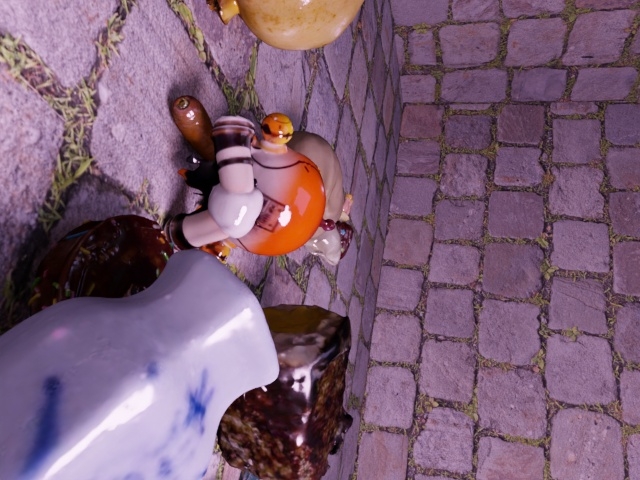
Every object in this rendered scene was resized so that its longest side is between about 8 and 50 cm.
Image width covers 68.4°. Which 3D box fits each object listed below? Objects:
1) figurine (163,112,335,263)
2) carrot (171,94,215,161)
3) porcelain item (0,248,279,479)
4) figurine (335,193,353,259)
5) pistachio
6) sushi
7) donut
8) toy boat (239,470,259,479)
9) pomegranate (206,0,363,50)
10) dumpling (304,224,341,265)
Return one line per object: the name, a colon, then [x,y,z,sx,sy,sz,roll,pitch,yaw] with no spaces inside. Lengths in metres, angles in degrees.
figurine: [-0.109,-0.074,0.887,0.323,0.196,0.320,-2,126,-61]
carrot: [-0.207,-0.175,0.873,0.248,0.059,0.059,68,30,-62]
porcelain item: [-0.237,0.190,0.450,0.405,0.178,0.243,-38,136,-31]
figurine: [0.060,-0.047,1.670,0.175,0.115,0.240,56,41,-65]
pistachio: [-0.044,-0.147,1.188,0.226,0.207,0.332,-41,-138,46]
sushi: [-0.087,0.294,0.978,0.281,0.299,0.294,-25,117,-45]
donut: [-0.279,0.080,0.627,0.235,0.089,0.235,3,90,-74]
toy boat: [-0.166,0.568,1.171,0.055,0.060,0.141,48,49,-35]
pomegranate: [-0.066,-0.509,0.883,0.319,0.319,0.319,4,90,-73]
dumpling: [0.001,0.002,1.532,0.134,0.099,0.170,-16,107,-47]
